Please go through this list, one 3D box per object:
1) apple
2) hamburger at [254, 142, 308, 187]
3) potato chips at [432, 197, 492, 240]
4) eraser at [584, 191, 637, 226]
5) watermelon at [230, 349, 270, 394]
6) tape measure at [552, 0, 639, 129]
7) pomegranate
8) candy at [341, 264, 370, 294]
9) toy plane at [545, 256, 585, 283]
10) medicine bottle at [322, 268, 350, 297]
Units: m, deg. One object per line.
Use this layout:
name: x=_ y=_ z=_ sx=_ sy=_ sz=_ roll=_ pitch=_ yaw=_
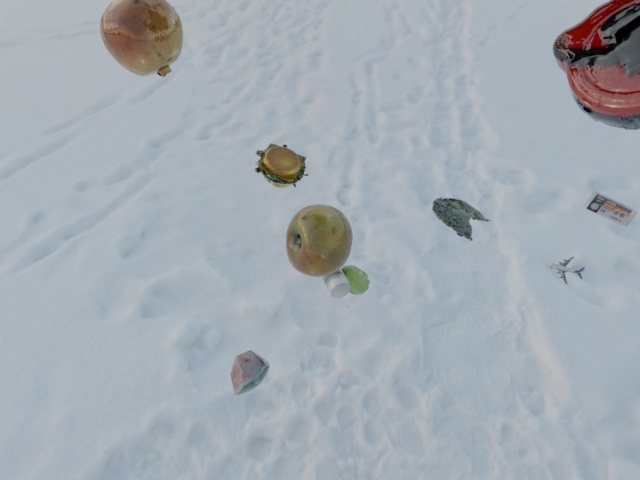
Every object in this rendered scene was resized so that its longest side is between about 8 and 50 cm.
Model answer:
apple: x=0.000 y=0.000 z=1.141 sx=0.155 sy=0.182 sz=0.182 roll=4 pitch=31 yaw=-38
hamburger: x=-0.143 y=-0.257 z=1.611 sx=0.190 sy=0.093 sz=0.164 roll=36 pitch=52 yaw=5
potato chips: x=0.481 y=-0.082 z=1.553 sx=0.220 sy=0.029 sz=0.202 roll=-13 pitch=50 yaw=-39
eraser: x=0.814 y=-0.088 z=1.289 sx=0.122 sy=0.052 sz=0.029 roll=26 pitch=28 yaw=7
watermelon: x=-0.149 y=0.269 z=0.920 sx=0.072 sy=0.084 sz=0.092 roll=27 pitch=11 yaw=7
tape measure: x=0.564 y=-0.328 z=0.797 sx=0.114 sy=0.253 sz=0.260 roll=14 pitch=52 yaw=-46
pomegranate: x=-0.420 y=-0.489 z=1.095 sx=0.192 sy=0.191 sz=0.191 roll=0 pitch=39 yaw=0
candy: x=0.108 y=0.129 z=1.565 sx=0.097 sy=0.209 sz=0.096 roll=-5 pitch=72 yaw=16
toy plane: x=0.582 y=0.067 z=1.091 sx=0.085 sy=0.024 sz=0.077 roll=12 pitch=62 yaw=32
medicine bottle: x=0.030 y=0.092 z=1.422 sx=0.069 sy=0.119 sz=0.183 roll=-30 pitch=45 yaw=0
